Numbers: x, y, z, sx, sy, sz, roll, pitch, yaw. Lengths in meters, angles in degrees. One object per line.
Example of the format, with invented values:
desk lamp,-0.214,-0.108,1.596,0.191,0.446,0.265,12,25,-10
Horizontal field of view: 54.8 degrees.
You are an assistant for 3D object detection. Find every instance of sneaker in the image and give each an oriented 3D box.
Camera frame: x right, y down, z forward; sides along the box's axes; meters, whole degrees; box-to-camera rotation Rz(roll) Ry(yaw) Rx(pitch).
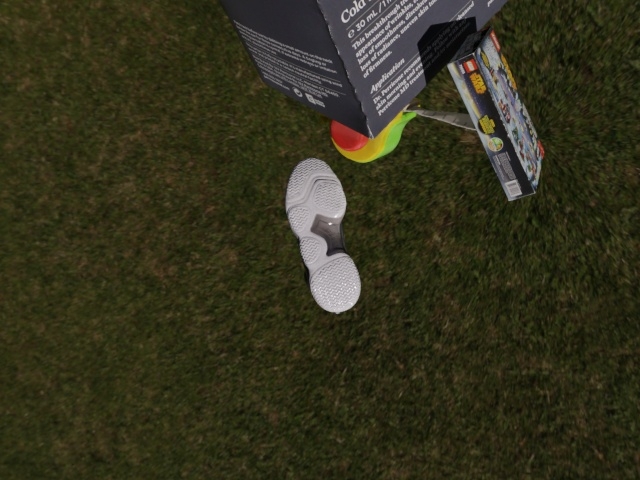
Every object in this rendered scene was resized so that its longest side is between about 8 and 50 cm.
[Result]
sneaker,0.000,0.000,1.074,0.101,0.153,0.269,-11,76,-4

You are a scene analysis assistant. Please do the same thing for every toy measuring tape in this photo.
toy measuring tape,0.120,-0.162,0.957,0.330,0.121,0.121,24,107,32

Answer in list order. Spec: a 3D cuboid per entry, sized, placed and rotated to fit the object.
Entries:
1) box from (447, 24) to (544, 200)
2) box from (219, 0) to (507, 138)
box,0.164,-0.117,0.563,0.027,0.094,0.137,-18,113,33
box,0.056,-0.332,0.539,0.343,0.312,0.179,-46,54,-11
